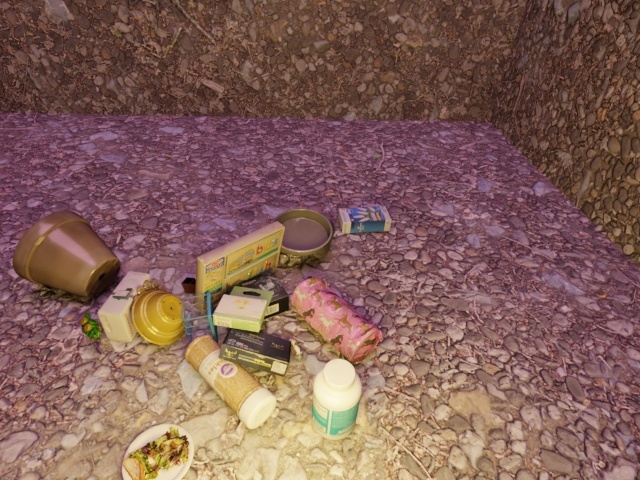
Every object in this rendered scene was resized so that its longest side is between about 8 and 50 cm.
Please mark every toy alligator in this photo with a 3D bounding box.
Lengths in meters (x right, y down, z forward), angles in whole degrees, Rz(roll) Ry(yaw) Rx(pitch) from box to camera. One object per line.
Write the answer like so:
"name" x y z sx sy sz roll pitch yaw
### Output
"toy alligator" -0.853 0.342 1.513 0.189 0.056 0.051 36 90 33

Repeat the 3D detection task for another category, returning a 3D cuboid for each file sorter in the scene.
"file sorter" -0.445 0.299 1.500 0.104 0.171 0.118 -9 39 -11

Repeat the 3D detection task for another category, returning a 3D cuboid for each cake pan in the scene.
"cake pan" -0.091 -0.037 1.900 0.292 0.054 0.294 3 45 -3

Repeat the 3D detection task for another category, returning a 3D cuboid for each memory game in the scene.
"memory game" -0.640 0.244 1.554 0.012 0.186 0.186 -15 33 21

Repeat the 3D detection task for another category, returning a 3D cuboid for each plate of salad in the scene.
"plate of salad" -0.473 0.626 1.179 0.199 0.048 0.200 2 37 -1

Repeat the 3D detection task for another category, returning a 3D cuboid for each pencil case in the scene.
"pencil case" 0.056 0.296 1.557 0.386 0.167 0.160 38 17 36

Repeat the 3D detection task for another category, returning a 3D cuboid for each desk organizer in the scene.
"desk organizer" -0.516 0.191 1.704 0.130 0.050 0.047 2 36 21

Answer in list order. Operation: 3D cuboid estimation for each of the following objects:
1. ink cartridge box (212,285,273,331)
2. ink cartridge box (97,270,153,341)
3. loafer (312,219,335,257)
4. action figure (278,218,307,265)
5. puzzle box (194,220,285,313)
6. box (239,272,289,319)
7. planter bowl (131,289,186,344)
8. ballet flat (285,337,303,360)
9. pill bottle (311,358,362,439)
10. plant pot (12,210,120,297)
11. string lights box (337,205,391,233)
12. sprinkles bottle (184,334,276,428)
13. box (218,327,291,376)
"ink cartridge box" -0.281 0.234 1.518 0.170 0.056 0.235 8 33 5
"ink cartridge box" -0.729 0.252 1.545 0.092 0.161 0.220 7 39 5
"loafer" 0.000 0.000 2.000 0.087 0.095 0.251 -16 28 34
"action figure" -0.137 0.026 1.939 0.185 0.099 0.285 18 44 7
"puzzle box" -0.321 0.102 1.646 0.052 0.272 0.408 36 43 25
"box" -0.231 0.233 1.664 0.155 0.093 0.158 -17 41 -24
"planter bowl" -0.570 0.265 1.494 0.217 0.090 0.217 37 36 -32
"ballet flat" -0.097 0.395 1.510 0.041 0.041 0.114 -17 42 -24
"pill bottle" 0.048 0.478 1.233 0.146 0.264 0.146 3 38 -2
"plant pot" -0.998 0.083 1.660 0.280 0.323 0.323 29 42 5
"string lights box" 0.231 -0.110 2.149 0.259 0.077 0.134 -4 40 -9
"sprinkles bottle" -0.306 0.460 1.346 0.355 0.121 0.121 31 46 31
"box" -0.220 0.376 1.405 0.232 0.059 0.183 19 7 -5
